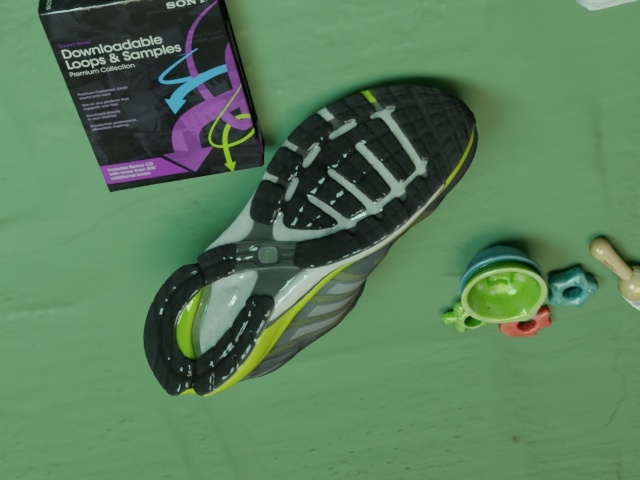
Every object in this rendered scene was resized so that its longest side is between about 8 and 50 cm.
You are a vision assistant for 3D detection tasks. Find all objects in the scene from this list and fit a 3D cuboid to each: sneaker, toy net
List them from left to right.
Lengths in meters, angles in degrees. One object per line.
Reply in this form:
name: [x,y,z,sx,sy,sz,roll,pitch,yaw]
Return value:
sneaker: [0.000,0.000,0.941,0.300,0.111,0.121,-41,160,21]
toy net: [0.220,0.050,1.041,0.232,0.045,0.122,2,136,-7]

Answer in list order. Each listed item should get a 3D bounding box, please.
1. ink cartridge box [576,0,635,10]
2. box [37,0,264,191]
ink cartridge box: [0.143,-0.250,0.640,0.092,0.159,0.218,-12,136,7]
box: [-0.109,-0.106,0.863,0.116,0.029,0.162,-10,135,5]
